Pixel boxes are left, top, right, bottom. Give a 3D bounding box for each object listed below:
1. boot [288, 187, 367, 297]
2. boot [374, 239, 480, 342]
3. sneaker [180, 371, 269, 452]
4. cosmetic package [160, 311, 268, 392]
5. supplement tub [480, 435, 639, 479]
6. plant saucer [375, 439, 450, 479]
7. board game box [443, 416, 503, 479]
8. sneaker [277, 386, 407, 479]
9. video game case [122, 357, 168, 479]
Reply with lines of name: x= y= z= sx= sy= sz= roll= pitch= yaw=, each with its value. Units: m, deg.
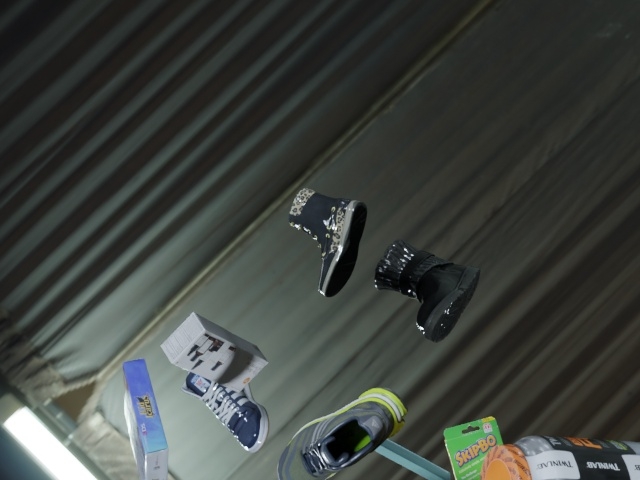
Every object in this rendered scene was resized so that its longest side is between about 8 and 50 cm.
boot: x=0.001 y=-0.001 z=1.958 sx=0.178 sy=0.237 sz=0.085 roll=21 pitch=-173 yaw=33
boot: x=0.253 y=0.129 z=2.183 sx=0.260 sy=0.131 sz=0.348 roll=21 pitch=-154 yaw=19
sneaker: x=-0.224 y=0.367 z=1.888 sx=0.153 sy=0.099 sz=0.282 roll=28 pitch=-166 yaw=-33
cosmetic package: x=-0.214 y=0.237 z=1.707 sx=0.060 sy=0.099 sz=0.239 roll=50 pitch=-173 yaw=37
supplement tub: x=0.467 y=0.459 z=1.512 sx=0.315 sy=0.194 sz=0.193 roll=7 pitch=-169 yaw=-16
plant saucer: x=0.204 y=0.488 z=1.826 sx=0.192 sy=0.018 sz=0.067 roll=27 pitch=-168 yaw=3
board game box: x=0.365 y=0.533 z=1.834 sx=0.039 sy=0.124 sz=0.260 roll=92 pitch=163 yaw=-81
sneaker: x=0.017 y=0.371 z=1.494 sx=0.111 sy=0.300 sz=0.121 roll=52 pitch=-151 yaw=9
video game case: x=-0.437 y=0.475 z=2.062 sx=0.244 sy=0.061 sz=0.270 roll=101 pitch=152 yaw=-45
